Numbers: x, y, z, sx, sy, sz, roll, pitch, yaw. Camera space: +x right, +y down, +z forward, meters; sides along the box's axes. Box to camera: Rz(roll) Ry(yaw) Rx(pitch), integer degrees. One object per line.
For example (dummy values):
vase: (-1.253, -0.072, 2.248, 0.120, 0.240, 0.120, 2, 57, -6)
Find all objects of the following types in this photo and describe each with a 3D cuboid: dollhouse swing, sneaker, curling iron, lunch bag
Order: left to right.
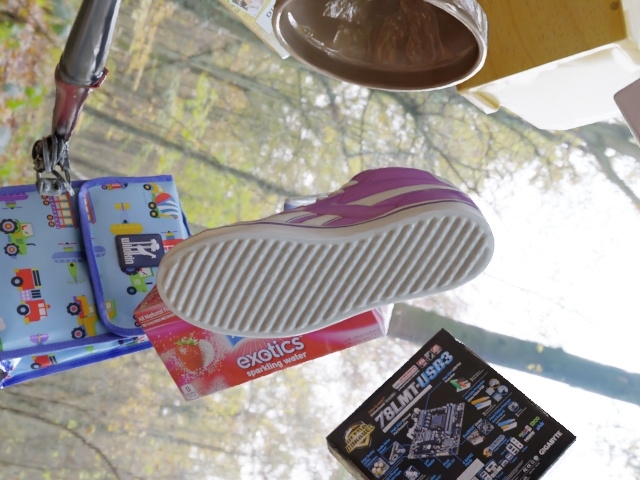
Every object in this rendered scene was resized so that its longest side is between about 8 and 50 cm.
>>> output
curling iron: (-0.171, -0.108, 0.568, 0.274, 0.035, 0.068, -41, -126, 54)
lunch bag: (-0.287, 0.039, 1.027, 0.138, 0.294, 0.220, 128, -53, -60)
sneaker: (0.000, 0.001, 0.713, 0.161, 0.282, 0.102, -99, -178, -65)
dollhouse swing: (0.484, -0.404, 1.552, 0.347, 0.305, 0.314, -12, -96, 45)

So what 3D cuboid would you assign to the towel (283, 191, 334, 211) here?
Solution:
towel: (0.002, 0.049, 1.425, 0.034, 0.209, 0.284, 22, -68, 42)

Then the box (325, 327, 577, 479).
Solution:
box: (0.212, 0.336, 1.303, 0.293, 0.296, 0.073, 38, -24, 30)

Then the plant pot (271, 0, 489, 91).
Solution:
plant pot: (0.071, -0.263, 0.873, 0.237, 0.238, 0.109, 159, -56, -65)

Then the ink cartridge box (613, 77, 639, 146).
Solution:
ink cartridge box: (0.534, -0.161, 0.770, 0.395, 0.286, 0.166, -32, -110, 28)

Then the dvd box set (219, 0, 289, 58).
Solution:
dvd box set: (-0.076, -0.488, 1.155, 0.062, 0.420, 0.307, 42, -83, 30)

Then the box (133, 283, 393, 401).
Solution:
box: (-0.058, 0.065, 0.881, 0.257, 0.128, 0.122, -21, -163, 20)
